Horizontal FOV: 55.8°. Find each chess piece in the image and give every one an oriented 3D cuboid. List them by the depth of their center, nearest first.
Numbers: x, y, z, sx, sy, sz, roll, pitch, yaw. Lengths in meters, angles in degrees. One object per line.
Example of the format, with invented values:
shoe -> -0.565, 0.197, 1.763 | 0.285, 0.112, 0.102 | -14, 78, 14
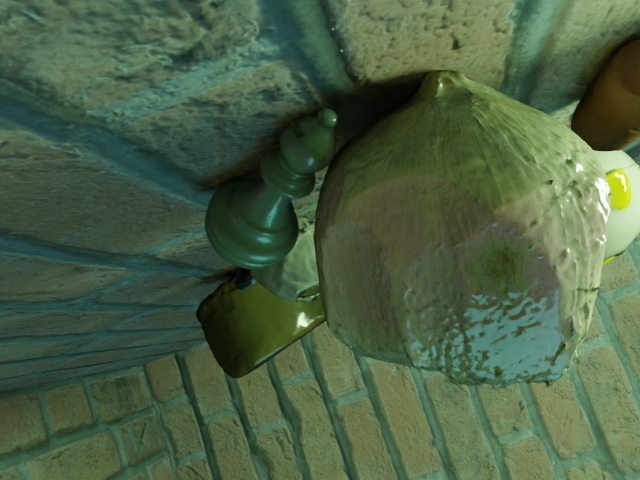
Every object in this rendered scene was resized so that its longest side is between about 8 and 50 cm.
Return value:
chess piece -> -0.052, -0.080, 0.804 | 0.139, 0.139, 0.271 | -12, 156, -37

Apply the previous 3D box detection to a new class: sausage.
sausage -> 0.500, -0.228, 1.002 | 0.121, 0.121, 0.304 | -21, 169, 7

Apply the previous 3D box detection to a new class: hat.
hat -> -0.058, 0.029, 1.270 | 0.232, 0.161, 0.275 | 0, -173, -22

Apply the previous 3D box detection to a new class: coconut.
coconut -> 0.181, -0.037, 0.804 | 0.405, 0.404, 0.404 | -19, 170, -4

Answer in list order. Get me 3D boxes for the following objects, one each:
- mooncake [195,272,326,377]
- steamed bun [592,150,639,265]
mooncake -> -0.157, 0.204, 1.689 | 0.393, 0.246, 0.394 | -24, 173, -27
steamed bun -> 0.570, -0.074, 1.430 | 0.374, 0.334, 0.334 | -31, 166, 30
